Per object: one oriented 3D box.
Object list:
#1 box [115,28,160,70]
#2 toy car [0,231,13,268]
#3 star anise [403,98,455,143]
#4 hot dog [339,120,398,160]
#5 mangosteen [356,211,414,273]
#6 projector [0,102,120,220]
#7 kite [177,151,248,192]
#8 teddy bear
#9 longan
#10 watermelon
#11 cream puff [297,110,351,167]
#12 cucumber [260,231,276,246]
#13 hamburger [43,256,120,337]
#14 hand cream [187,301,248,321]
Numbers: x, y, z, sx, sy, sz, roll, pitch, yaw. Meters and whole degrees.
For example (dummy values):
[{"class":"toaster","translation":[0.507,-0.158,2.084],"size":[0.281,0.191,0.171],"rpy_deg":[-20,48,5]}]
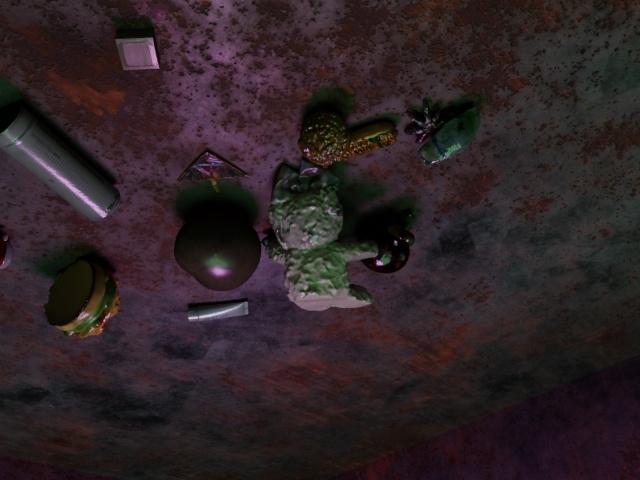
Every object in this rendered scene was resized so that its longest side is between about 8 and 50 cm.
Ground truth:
[{"class":"box","translation":[-0.388,-0.403,1.323],"size":[0.083,0.035,0.079],"rpy_deg":[-3,141,-5]},{"class":"toy car","translation":[-0.900,0.038,1.716],"size":[0.112,0.139,0.112],"rpy_deg":[-14,160,15]},{"class":"star anise","translation":[0.275,-0.291,1.573],"size":[0.140,0.042,0.141],"rpy_deg":[-4,142,-3]},{"class":"hot dog","translation":[0.107,-0.249,1.584],"size":[0.188,0.055,0.072],"rpy_deg":[-19,142,13]},{"class":"mangosteen","translation":[0.192,0.010,1.843],"size":[0.172,0.173,0.184],"rpy_deg":[9,135,-20]},{"class":"projector","translation":[-0.632,-0.180,1.503],"size":[0.108,0.108,0.337],"rpy_deg":[-21,140,16]},{"class":"kite","translation":[-0.285,-0.178,1.642],"size":[0.189,0.010,0.159],"rpy_deg":[-3,143,-4]},{"class":"teddy bear","translation":[0.000,0.000,1.768],"size":[0.327,0.363,0.375],"rpy_deg":[-7,167,18]},{"class":"longan","translation":[-0.281,0.034,1.741],"size":[0.245,0.215,0.246],"rpy_deg":[3,121,5]},{"class":"watermelon","translation":[0.344,-0.247,1.589],"size":[0.187,0.071,0.139],"rpy_deg":[-39,162,15]},{"class":"cream puff","translation":[0.008,-0.246,1.516],"size":[0.126,0.103,0.144],"rpy_deg":[31,124,-5]},{"class":"cucumber","translation":[-0.071,-0.012,1.852],"size":[0.249,0.056,0.056],"rpy_deg":[-9,141,1]},{"class":"hamburger","translation":[-0.691,0.183,1.857],"size":[0.237,0.237,0.149],"rpy_deg":[-26,142,21]},{"class":"hand cream","translation":[-0.347,0.241,2.123],"size":[0.204,0.050,0.078],"rpy_deg":[-6,139,-10]}]
